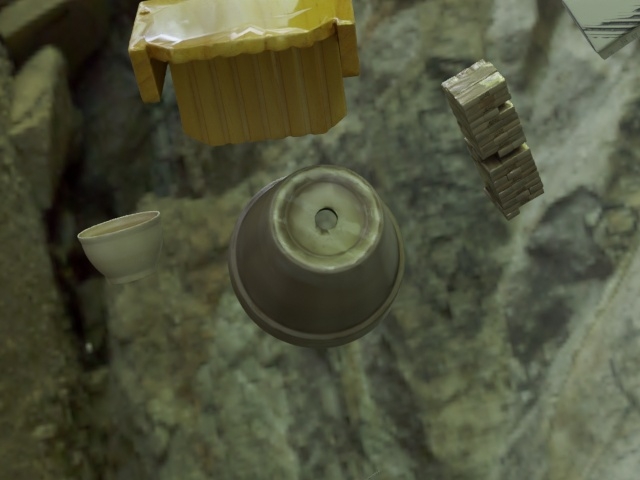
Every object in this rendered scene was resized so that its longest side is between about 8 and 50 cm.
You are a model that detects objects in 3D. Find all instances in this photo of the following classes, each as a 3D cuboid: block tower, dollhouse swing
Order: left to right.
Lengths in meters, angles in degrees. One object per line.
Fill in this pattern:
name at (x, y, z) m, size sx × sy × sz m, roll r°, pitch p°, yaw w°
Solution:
dollhouse swing at (-0.108, -0.245, 2.075) m, size 0.315 × 0.346 × 0.305 m, roll -94°, pitch 178°, yaw -60°
block tower at (0.316, -0.182, 2.278) m, size 0.091 × 0.097 × 0.335 m, roll 59°, pitch -1°, yaw 41°

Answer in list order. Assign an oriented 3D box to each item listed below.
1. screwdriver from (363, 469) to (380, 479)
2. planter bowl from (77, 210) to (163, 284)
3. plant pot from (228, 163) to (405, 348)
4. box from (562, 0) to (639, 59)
screwdriver at (0.072, 0.413, 2.139) m, size 0.170 × 0.024 × 0.025 m, roll 2°, pitch 67°, yaw -65°
planter bowl at (-0.371, 0.019, 2.422) m, size 0.162 × 0.162 × 0.109 m, roll -121°, pitch -164°, yaw -77°
plant pot at (0.000, 0.000, 2.181) m, size 0.280 × 0.323 × 0.323 m, roll 101°, pitch -23°, yaw -72°
box at (0.470, -0.362, 1.706) m, size 0.094 × 0.275 × 0.113 m, roll 58°, pitch 18°, yaw 8°
